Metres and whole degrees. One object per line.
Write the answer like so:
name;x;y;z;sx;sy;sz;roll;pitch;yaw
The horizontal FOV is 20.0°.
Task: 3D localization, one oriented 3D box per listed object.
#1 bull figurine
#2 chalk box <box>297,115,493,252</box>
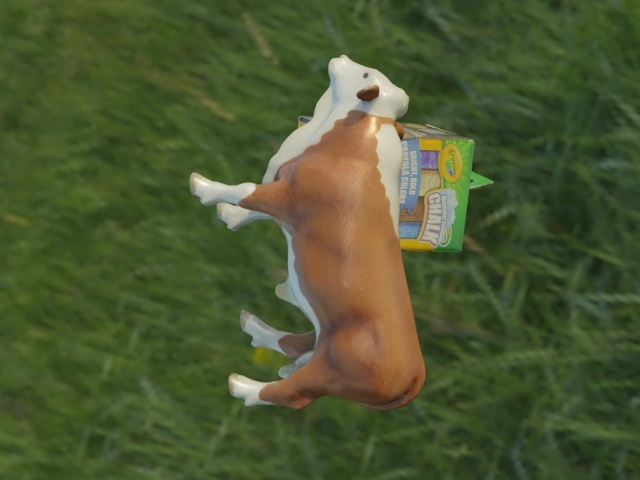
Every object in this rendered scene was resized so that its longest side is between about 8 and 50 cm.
bull figurine;0.000;0.000;1.566;0.101;0.188;0.310;-15;-84;-73
chalk box;0.088;-0.062;2.051;0.132;0.213;0.132;-152;67;-64
